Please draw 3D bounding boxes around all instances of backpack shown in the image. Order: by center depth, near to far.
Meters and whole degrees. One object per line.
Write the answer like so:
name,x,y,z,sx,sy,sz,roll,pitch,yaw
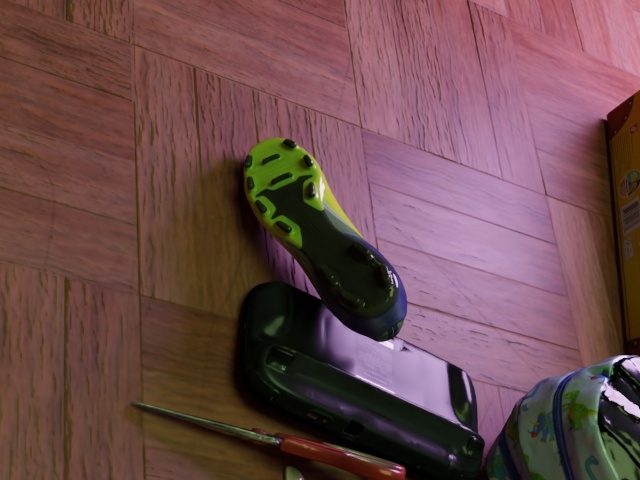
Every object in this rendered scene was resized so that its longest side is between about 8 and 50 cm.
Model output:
backpack,0.354,0.307,1.528,0.290,0.273,0.355,-36,109,-46

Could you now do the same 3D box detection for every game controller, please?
game controller,0.051,0.157,1.496,0.319,0.067,0.166,28,32,-25

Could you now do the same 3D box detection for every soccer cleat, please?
soccer cleat,-0.001,0.001,1.525,0.093,0.121,0.289,-32,57,-7

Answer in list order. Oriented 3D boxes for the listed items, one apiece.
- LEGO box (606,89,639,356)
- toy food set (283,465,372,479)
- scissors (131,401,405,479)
LEGO box,0.632,0.024,1.992,0.373,0.193,0.500,26,47,-25
toy food set,0.069,0.303,1.386,0.218,0.071,0.128,24,48,-27
scissors,-0.050,0.204,1.382,0.297,0.109,0.021,16,88,-7
